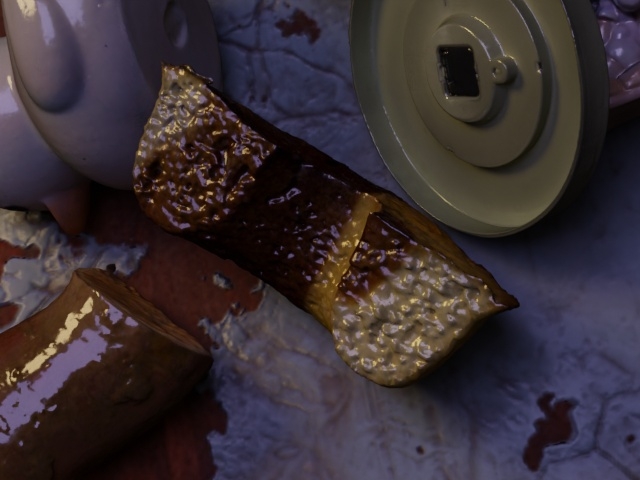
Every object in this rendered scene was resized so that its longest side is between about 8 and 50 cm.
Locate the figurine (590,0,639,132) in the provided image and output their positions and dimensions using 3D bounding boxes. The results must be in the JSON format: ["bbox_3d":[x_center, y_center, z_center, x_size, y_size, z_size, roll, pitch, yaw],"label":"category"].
[{"bbox_3d":[0.181,-0.191,1.346,0.141,0.162,0.236,-17,85,5],"label":"figurine"}]

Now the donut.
[{"bbox_3d":[0.000,0.000,1.338,0.295,0.151,0.112,38,96,16],"label":"donut"}]

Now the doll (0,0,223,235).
[{"bbox_3d":[-0.192,-0.128,1.419,0.221,0.221,0.251,-11,101,13],"label":"doll"}]

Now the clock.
[{"bbox_3d":[0.101,-0.117,1.320,0.029,0.235,0.235,-19,58,-37],"label":"clock"}]

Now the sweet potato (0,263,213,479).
[{"bbox_3d":[-0.235,0.158,1.360,0.337,0.131,0.131,-43,65,-3],"label":"sweet potato"}]
